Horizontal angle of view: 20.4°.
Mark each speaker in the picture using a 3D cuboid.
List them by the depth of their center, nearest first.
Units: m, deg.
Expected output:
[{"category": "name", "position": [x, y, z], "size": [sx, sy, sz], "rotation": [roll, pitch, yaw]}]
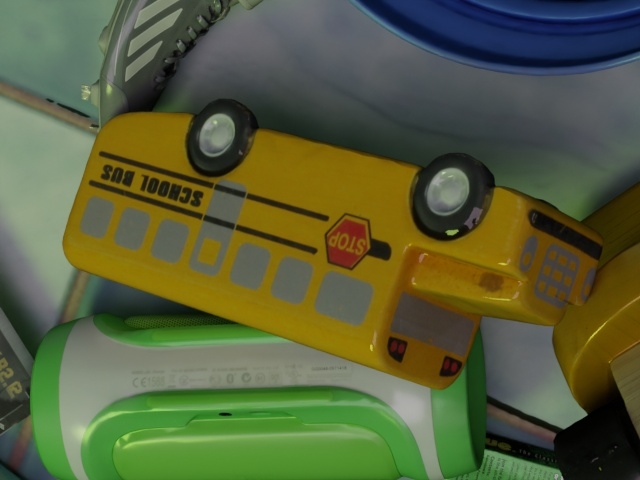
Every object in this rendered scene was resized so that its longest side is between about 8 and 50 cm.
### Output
[{"category": "speaker", "position": [-0.040, 0.106, 1.216], "size": [0.296, 0.131, 0.131], "rotation": [-3, 107, 12]}]

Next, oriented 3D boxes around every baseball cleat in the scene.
[{"category": "baseball cleat", "position": [-0.088, -0.148, 1.170], "size": [0.109, 0.072, 0.206], "rotation": [16, 111, 6]}]

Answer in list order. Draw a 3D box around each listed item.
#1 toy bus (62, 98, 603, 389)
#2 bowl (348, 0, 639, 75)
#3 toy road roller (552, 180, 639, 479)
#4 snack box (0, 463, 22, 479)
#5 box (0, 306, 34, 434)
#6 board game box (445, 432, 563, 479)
[{"category": "toy bus", "position": [0.000, 0.000, 1.100], "size": [0.332, 0.108, 0.130], "rotation": [16, 85, 37]}, {"category": "bowl", "position": [0.126, -0.292, 1.027], "size": [0.391, 0.077, 0.391], "rotation": [12, 117, 25]}, {"category": "toy road roller", "position": [0.278, 0.091, 1.140], "size": [0.202, 0.241, 0.329], "rotation": [-34, 136, 19]}, {"category": "snack box", "position": [-0.379, 0.258, 1.367], "size": [0.187, 0.060, 0.322], "rotation": [38, 111, -2]}, {"category": "box", "position": [-0.322, 0.064, 1.240], "size": [0.183, 0.056, 0.231], "rotation": [-36, 102, -23]}, {"category": "board game box", "position": [0.127, 0.268, 1.290], "size": [0.136, 0.030, 0.260], "rotation": [16, 110, 8]}]
